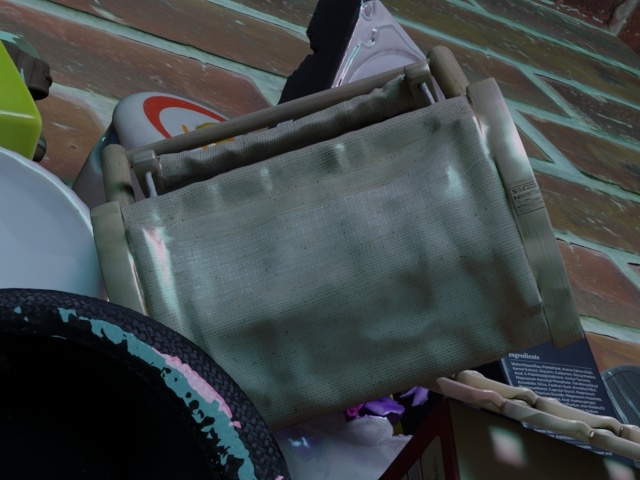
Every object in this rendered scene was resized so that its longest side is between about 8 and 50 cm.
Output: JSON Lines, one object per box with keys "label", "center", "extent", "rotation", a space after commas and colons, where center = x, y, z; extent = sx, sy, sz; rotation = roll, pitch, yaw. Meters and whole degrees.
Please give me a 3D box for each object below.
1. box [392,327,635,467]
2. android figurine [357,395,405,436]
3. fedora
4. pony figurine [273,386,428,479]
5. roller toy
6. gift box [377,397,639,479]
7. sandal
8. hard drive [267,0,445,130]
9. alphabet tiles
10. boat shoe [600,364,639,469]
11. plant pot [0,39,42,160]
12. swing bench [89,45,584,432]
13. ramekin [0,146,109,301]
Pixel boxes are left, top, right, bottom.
{"label": "box", "center": [0.160, 0.168, 1.492], "extent": [0.108, 0.153, 0.207], "rotation": [9, 49, -30]}
{"label": "android figurine", "center": [0.137, 0.180, 1.666], "extent": [0.272, 0.056, 0.248], "rotation": [24, 22, -15]}
{"label": "fedora", "center": [-0.162, 0.199, 0.947], "extent": [0.334, 0.334, 0.152], "rotation": [31, -22, 3]}
{"label": "pony figurine", "center": [-0.024, 0.092, 1.412], "extent": [0.350, 0.303, 0.363], "rotation": [1, 22, 3]}
{"label": "roller toy", "center": [-0.128, -0.047, 1.707], "extent": [0.209, 0.146, 0.191], "rotation": [39, 22, 21]}
{"label": "gift box", "center": [0.153, 0.274, 1.117], "extent": [0.258, 0.276, 0.255], "rotation": [22, 39, -20]}
{"label": "sandal", "center": [-0.325, -0.169, 1.810], "extent": [0.120, 0.086, 0.303], "rotation": [23, 21, -20]}
{"label": "hard drive", "center": [0.071, -0.055, 1.752], "extent": [0.064, 0.237, 0.339], "rotation": [4, -28, 36]}
{"label": "alphabet tiles", "center": [0.179, 0.121, 1.159], "extent": [0.284, 0.021, 0.278], "rotation": [18, -2, 24]}
{"label": "boat shoe", "center": [0.301, 0.178, 1.701], "extent": [0.320, 0.103, 0.118], "rotation": [-19, 72, -54]}
{"label": "plant pot", "center": [-0.362, -0.068, 1.331], "extent": [0.207, 0.228, 0.227], "rotation": [9, 29, -34]}
{"label": "swing bench", "center": [0.000, 0.000, 1.115], "extent": [0.255, 0.253, 0.165], "rotation": [-113, -175, -78]}
{"label": "ramekin", "center": [-0.246, 0.054, 1.140], "extent": [0.272, 0.127, 0.273], "rotation": [8, 58, -14]}
